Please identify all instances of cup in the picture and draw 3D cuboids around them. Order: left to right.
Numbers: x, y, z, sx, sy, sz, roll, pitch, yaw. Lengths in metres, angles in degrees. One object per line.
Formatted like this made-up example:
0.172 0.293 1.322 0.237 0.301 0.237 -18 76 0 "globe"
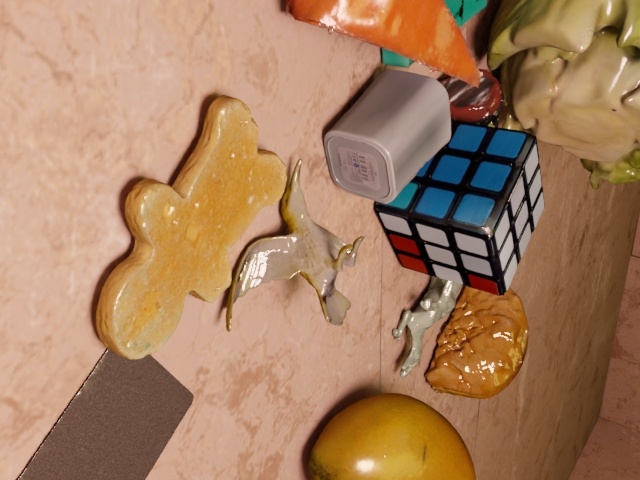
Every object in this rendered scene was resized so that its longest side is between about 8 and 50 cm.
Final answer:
0.078 -0.106 0.813 0.129 0.095 0.128 -48 143 -32 "cup"

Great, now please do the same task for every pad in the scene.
-0.191 0.195 0.603 0.211 0.003 0.143 -59 147 -24 "pad"

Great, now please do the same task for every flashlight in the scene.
0.221 -0.141 1.041 0.093 0.093 0.232 -59 151 -23 "flashlight"

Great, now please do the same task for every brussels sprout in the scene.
0.449 -0.313 1.081 0.425 0.343 0.361 49 56 -59 "brussels sprout"

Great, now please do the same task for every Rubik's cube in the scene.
0.188 -0.047 0.951 0.160 0.162 0.163 -60 148 -21 "Rubik's cube"

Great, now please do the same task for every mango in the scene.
0.102 0.321 0.988 0.211 0.173 0.317 -57 134 -15 "mango"

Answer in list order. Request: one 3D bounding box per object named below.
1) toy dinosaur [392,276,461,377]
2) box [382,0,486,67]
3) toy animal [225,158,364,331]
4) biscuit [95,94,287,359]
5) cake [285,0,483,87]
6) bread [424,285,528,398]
0.190 0.086 1.125 0.242 0.053 0.167 -37 135 -46 "toy dinosaur"
0.139 -0.322 0.856 0.226 0.042 0.160 -44 138 -40 "box"
0.000 0.000 0.734 0.219 0.095 0.155 -20 125 -55 "toy animal"
-0.111 -0.008 0.610 0.234 0.030 0.153 -61 147 -21 "biscuit"
0.065 -0.219 0.702 0.287 0.098 0.135 33 89 -46 "cake"
0.290 0.181 1.262 0.229 0.140 0.143 -62 155 -18 "bread"
